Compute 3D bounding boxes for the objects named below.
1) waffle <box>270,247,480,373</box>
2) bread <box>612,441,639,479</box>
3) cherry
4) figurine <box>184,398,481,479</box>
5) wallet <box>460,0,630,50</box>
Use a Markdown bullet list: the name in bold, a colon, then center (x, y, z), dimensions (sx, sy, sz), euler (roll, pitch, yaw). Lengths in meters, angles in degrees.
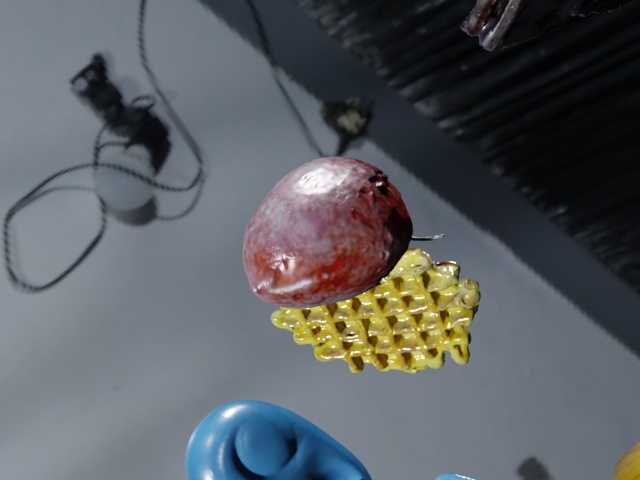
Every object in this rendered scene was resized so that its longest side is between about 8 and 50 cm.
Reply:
- **waffle**: center (0.083, 0.094, 1.923), dimensions (0.309, 0.283, 0.065), euler (22, 46, -11)
- **bread**: center (0.503, 0.373, 1.846), dimensions (0.236, 0.070, 0.236), euler (35, 25, -20)
- **cherry**: center (0.000, 0.000, 1.647), dimensions (0.250, 0.192, 0.175), euler (-37, 129, -37)
- **figurine**: center (0.043, 0.320, 1.118), dimensions (0.243, 0.298, 0.416), euler (-7, 75, -33)
- **wallet**: center (0.212, -0.248, 0.920), dimensions (0.071, 0.221, 0.262), euler (42, 39, 13)
